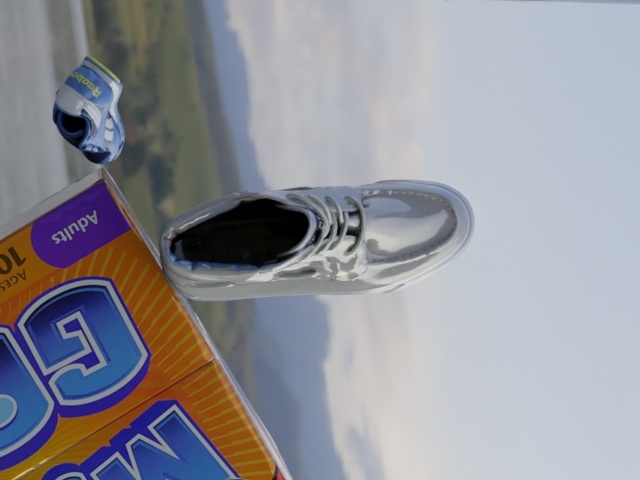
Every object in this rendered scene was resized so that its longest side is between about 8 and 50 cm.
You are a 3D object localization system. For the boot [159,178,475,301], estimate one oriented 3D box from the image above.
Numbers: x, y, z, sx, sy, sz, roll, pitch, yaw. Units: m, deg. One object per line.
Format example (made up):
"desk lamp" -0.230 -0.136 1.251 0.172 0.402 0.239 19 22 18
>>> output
"boot" 0.000 0.000 1.275 0.123 0.258 0.095 99 -21 -83

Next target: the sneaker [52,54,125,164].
"sneaker" -0.210 -0.105 1.433 0.059 0.053 0.144 -52 165 -24

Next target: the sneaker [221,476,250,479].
"sneaker" 0.014 0.249 0.890 0.290 0.123 0.106 45 7 -26

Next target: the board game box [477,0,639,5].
"board game box" 0.149 -0.343 1.024 0.390 0.050 0.390 -10 98 -54

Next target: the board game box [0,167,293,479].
"board game box" -0.260 0.176 1.507 0.356 0.356 0.356 59 -4 -7
